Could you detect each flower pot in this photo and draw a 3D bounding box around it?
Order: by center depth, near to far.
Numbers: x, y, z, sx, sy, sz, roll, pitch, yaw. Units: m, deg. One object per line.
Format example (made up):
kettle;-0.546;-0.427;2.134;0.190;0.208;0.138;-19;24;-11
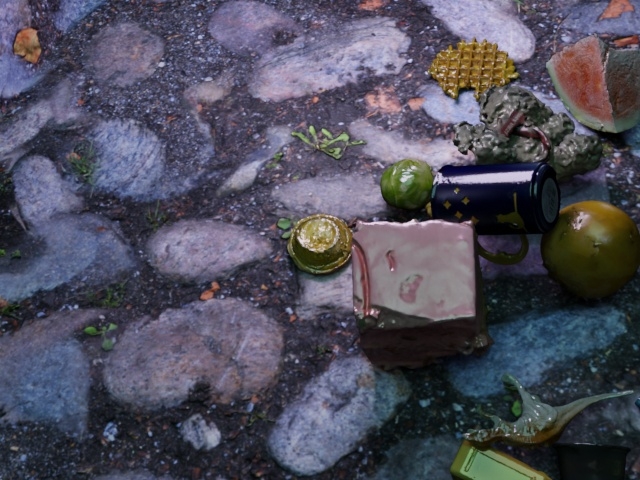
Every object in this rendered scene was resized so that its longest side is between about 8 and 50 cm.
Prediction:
flower pot;0.569;0.483;1.688;0.158;0.157;0.106;-1;72;11

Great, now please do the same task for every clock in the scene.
clock;0.384;0.507;1.708;0.202;0.143;0.096;22;73;23

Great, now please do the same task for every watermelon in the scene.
watermelon;0.745;-0.432;2.168;0.193;0.231;0.310;11;37;-20

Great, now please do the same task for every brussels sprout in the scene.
brussels sprout;0.234;-0.151;2.152;0.155;0.117;0.155;-7;64;16

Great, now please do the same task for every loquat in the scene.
loquat;0.633;0.019;1.899;0.235;0.235;0.234;-5;59;9

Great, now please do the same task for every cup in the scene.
cup;0.431;-0.075;1.905;0.256;0.255;0.178;1;63;36

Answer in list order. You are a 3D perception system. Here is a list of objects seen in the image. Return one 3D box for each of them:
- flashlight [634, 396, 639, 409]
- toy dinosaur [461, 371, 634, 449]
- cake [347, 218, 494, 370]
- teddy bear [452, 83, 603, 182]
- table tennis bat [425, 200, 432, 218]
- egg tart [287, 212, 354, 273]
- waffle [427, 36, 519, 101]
flashlight;0.742;0.392;1.758;0.051;0.051;0.129;-38;58;-12
toy dinosaur;0.485;0.373;1.753;0.393;0.092;0.205;-1;23;-3
cake;0.235;0.130;1.871;0.315;0.306;0.293;-5;60;9
teddy bear;0.516;-0.299;2.134;0.358;0.224;0.367;-1;56;-11
table tennis bat;0.418;-0.103;2.058;0.321;0.198;0.050;-11;53;32
egg tart;0.000;0.000;2.138;0.191;0.074;0.191;-4;59;7
waffle;0.442;-0.498;2.358;0.229;0.051;0.231;-32;57;-7
